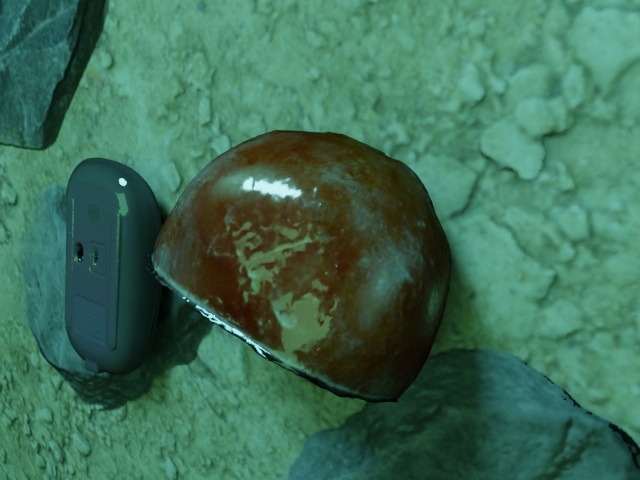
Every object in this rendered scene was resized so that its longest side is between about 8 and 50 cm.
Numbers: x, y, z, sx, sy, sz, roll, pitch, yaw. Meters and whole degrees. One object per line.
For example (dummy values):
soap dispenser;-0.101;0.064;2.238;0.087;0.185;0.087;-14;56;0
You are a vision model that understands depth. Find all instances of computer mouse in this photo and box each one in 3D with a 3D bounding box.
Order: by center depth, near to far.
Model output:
computer mouse;-0.220;0.029;0.605;0.120;0.057;0.232;15;107;28

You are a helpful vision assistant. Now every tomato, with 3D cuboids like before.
tomato;0.000;0.000;0.416;0.214;0.181;0.155;29;98;14
